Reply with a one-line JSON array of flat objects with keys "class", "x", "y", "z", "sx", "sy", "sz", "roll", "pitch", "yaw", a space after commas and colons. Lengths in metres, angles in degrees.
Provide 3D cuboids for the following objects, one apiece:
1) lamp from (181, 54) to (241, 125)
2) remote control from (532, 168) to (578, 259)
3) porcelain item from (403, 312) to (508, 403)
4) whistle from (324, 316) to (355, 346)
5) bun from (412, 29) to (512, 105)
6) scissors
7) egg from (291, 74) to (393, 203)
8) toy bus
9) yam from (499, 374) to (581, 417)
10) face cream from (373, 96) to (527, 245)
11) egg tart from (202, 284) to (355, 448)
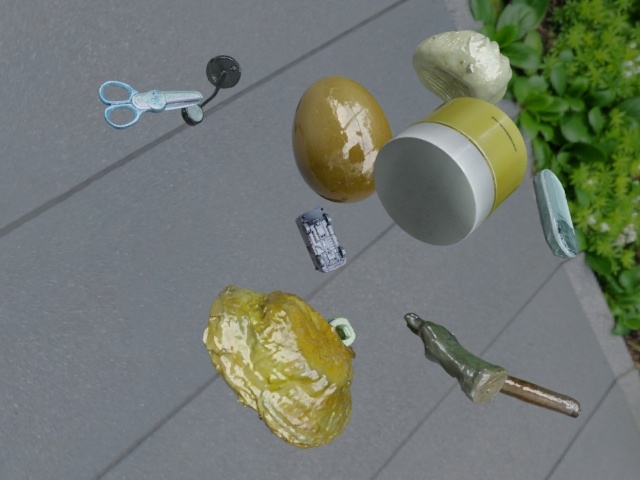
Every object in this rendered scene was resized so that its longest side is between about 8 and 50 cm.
[{"class": "lamp", "x": -0.350, "y": -0.441, "z": 1.871, "sx": 0.130, "sy": 0.108, "sz": 0.371, "roll": 52, "pitch": 37, "yaw": -33}, {"class": "remote control", "x": 0.570, "y": -0.065, "z": 1.483, "sx": 0.104, "sy": 0.052, "sz": 0.247, "roll": 28, "pitch": 49, "yaw": -35}, {"class": "porcelain item", "x": 0.219, "y": 0.192, "z": 1.069, "sx": 0.081, "sy": 0.215, "sz": 0.069, "roll": -4, "pitch": 121, "yaw": -38}, {"class": "whistle", "x": 0.052, "y": 0.274, "z": 1.789, "sx": 0.085, "sy": 0.227, "sz": 0.105, "roll": -27, "pitch": 86, "yaw": -14}, {"class": "bun", "x": 0.374, "y": -0.445, "z": 1.563, "sx": 0.259, "sy": 0.259, "sz": 0.160, "roll": 41, "pitch": 84, "yaw": -25}, {"class": "scissors", "x": -0.423, "y": -0.352, "z": 1.545, "sx": 0.256, "sy": 0.030, "sz": 0.125, "roll": -12, "pitch": 79, "yaw": -26}, {"class": "egg", "x": 0.051, "y": -0.250, "z": 1.518, "sx": 0.250, "sy": 0.250, "sz": 0.322, "roll": -14, "pitch": 86, "yaw": -33}, {"class": "toy bus", "x": 0.000, "y": 0.000, "z": 1.723, "sx": 0.087, "sy": 0.098, "sz": 0.178, "roll": -23, "pitch": 90, "yaw": -20}, {"class": "yam", "x": 0.428, "y": 0.321, "z": 1.320, "sx": 0.046, "sy": 0.264, "sz": 0.046, "roll": 16, "pitch": 90, "yaw": -72}, {"class": "face cream", "x": 0.235, "y": -0.127, "z": 1.106, "sx": 0.179, "sy": 0.218, "sz": 0.218, "roll": -38, "pitch": 108, "yaw": -33}, {"class": "egg tart", "x": -0.047, "y": 0.212, "z": 1.150, "sx": 0.351, "sy": 0.153, "sz": 0.339, "roll": 55, "pitch": 18, "yaw": 5}]
